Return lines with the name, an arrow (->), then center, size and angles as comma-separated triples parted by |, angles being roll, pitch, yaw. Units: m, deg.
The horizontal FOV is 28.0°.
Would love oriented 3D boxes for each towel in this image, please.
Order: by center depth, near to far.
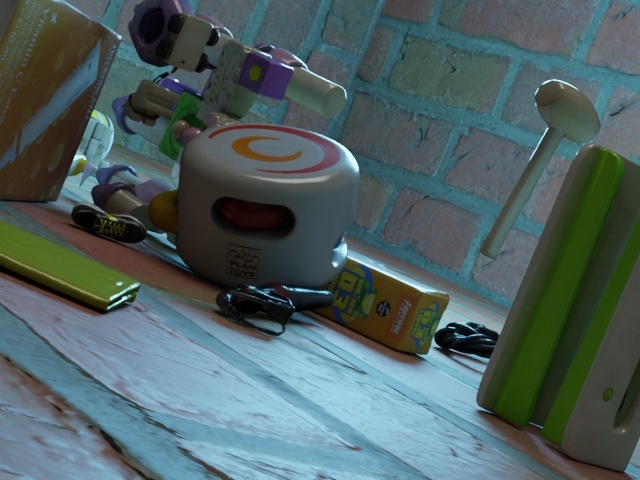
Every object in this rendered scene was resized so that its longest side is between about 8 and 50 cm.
towel -> -0.253, -0.001, 0.950 | 0.237, 0.021, 0.102 | 23, 8, 4

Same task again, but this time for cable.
cable -> 0.226, 0.148, 1.628 | 0.151, 0.047, 0.184 | 30, 4, 34

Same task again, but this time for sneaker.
sneaker -> -0.225, -0.014, 1.349 | 0.083, 0.031, 0.035 | 18, 16, -1

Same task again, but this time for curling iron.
curling iron -> -0.033, 0.064, 1.240 | 0.068, 0.035, 0.274 | 27, 5, 14

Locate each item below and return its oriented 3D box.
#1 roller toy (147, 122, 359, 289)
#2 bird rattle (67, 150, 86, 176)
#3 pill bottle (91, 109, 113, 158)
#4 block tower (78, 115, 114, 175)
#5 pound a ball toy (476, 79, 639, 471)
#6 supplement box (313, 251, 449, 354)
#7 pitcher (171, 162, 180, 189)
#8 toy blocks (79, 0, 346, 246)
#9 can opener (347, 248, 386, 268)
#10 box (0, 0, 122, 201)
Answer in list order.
roller toy -> -0.061, -0.031, 1.383 | 0.209, 0.146, 0.191 | -10, 29, -34
bird rattle -> -0.410, -0.155, 1.665 | 0.207, 0.143, 0.253 | 40, 11, 15
pill bottle -> -0.465, -0.202, 2.273 | 0.103, 0.103, 0.184 | 24, 3, 40
block tower -> -0.503, -0.203, 2.118 | 0.335, 0.097, 0.091 | 21, 3, -37
pound a ball toy -> 0.259, 0.029, 1.213 | 0.136, 0.319, 0.208 | 20, 3, -40
supplement box -> 0.027, 0.053, 1.479 | 0.233, 0.078, 0.080 | 23, 3, 29
pitcher -> -0.188, -0.095, 2.429 | 0.207, 0.125, 0.178 | 32, -23, -26
toy blocks -> -0.187, -0.149, 1.574 | 0.260, 0.288, 0.309 | 33, 11, 40
can opener -> 0.000, 0.000, 2.259 | 0.280, 0.093, 0.074 | 30, 6, 35
box -> -0.358, -0.168, 1.317 | 0.168, 0.215, 0.345 | 23, 3, 5
